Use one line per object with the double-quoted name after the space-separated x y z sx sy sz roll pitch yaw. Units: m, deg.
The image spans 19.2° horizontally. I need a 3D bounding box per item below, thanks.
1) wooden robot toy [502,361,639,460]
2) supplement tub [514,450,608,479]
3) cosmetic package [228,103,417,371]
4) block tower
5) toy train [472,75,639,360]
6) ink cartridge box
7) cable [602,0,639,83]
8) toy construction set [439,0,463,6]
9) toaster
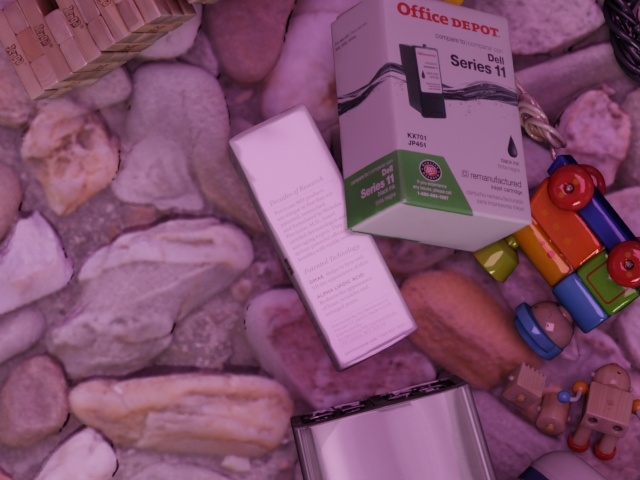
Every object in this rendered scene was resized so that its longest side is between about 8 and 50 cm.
0.256 0.148 1.760 0.173 0.076 0.079 19 50 0 "wooden robot toy"
0.174 0.369 1.642 0.325 0.235 0.235 -45 88 -4 "supplement tub"
0.000 0.000 1.728 0.085 0.117 0.231 -28 86 -4 "cosmetic package"
-0.134 -0.250 1.701 0.335 0.091 0.097 -29 87 21 "block tower"
0.195 -0.021 1.753 0.143 0.105 0.248 -39 82 13 "toy train"
0.098 -0.108 1.701 0.153 0.087 0.208 8 67 -34 "ink cartridge box"
0.344 -0.209 1.787 0.151 0.047 0.184 -8 86 -2 "cable"
0.091 -0.334 1.739 0.328 0.151 0.215 32 110 9 "toy construction set"
0.061 0.194 1.681 0.168 0.186 0.110 -15 90 -2 "toaster"
